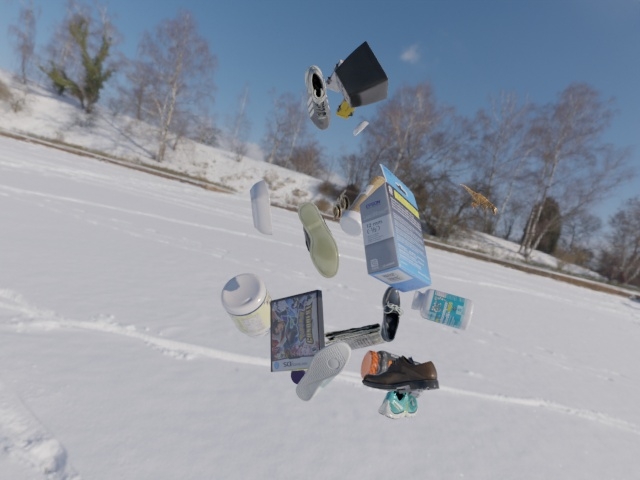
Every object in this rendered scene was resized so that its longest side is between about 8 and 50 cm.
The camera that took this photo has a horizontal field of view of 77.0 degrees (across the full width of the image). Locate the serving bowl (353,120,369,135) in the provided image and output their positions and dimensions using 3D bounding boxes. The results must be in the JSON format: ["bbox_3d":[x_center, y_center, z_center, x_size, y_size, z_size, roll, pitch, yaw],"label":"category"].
[{"bbox_3d":[0.176,-0.505,1.799,0.027,0.083,0.083,49,-3,-6],"label":"serving bowl"}]

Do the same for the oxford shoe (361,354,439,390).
[{"bbox_3d":[0.222,0.378,1.144,0.227,0.096,0.082,-15,-25,28],"label":"oxford shoe"}]

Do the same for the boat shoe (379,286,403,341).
[{"bbox_3d":[0.321,0.330,1.824,0.095,0.255,0.079,17,-15,-8],"label":"boat shoe"}]

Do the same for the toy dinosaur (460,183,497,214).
[{"bbox_3d":[0.713,-0.197,1.829,0.211,0.064,0.112,36,-11,4],"label":"toy dinosaur"}]

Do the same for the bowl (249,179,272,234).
[{"bbox_3d":[-0.179,-0.098,1.205,0.053,0.142,0.142,-6,31,-10],"label":"bowl"}]

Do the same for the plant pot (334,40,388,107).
[{"bbox_3d":[0.163,-0.668,1.680,0.166,0.188,0.187,-28,-8,4],"label":"plant pot"}]

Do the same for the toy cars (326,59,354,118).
[{"bbox_3d":[0.132,-0.840,2.223,0.176,0.087,0.394,-5,-28,16],"label":"toy cars"}]

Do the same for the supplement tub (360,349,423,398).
[{"bbox_3d":[0.411,0.749,2.275,0.337,0.207,0.207,20,0,-9],"label":"supplement tub"}]

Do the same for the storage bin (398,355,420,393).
[{"bbox_3d":[0.337,0.540,1.581,0.091,0.135,0.098,-17,23,2],"label":"storage bin"}]

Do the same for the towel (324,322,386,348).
[{"bbox_3d":[0.196,0.545,2.204,0.312,0.056,0.324,-12,-31,9],"label":"towel"}]

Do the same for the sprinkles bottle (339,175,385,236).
[{"bbox_3d":[0.220,-0.172,1.955,0.121,0.355,0.121,21,-41,19],"label":"sprinkles bottle"}]

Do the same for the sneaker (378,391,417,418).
[{"bbox_3d":[0.346,0.683,1.707,0.107,0.110,0.275,14,-4,36],"label":"sneaker"}]

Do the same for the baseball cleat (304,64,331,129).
[{"bbox_3d":[-0.009,-0.417,1.222,0.072,0.206,0.109,-16,40,3],"label":"baseball cleat"}]

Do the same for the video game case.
[{"bbox_3d":[-0.091,0.340,1.498,0.248,0.275,0.035,-18,-25,36],"label":"video game case"}]

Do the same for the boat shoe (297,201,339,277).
[{"bbox_3d":[-0.004,0.001,1.750,0.127,0.340,0.113,-27,-8,3],"label":"boat shoe"}]

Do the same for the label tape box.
[{"bbox_3d":[0.234,-0.033,1.291,0.115,0.348,0.249,-21,-29,29],"label":"label tape box"}]

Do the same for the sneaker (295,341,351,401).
[{"bbox_3d":[0.025,0.388,1.288,0.094,0.256,0.151,42,25,10],"label":"sneaker"}]

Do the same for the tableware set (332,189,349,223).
[{"bbox_3d":[0.102,-0.178,2.185,0.039,0.128,0.194,-7,-17,-23],"label":"tableware set"}]

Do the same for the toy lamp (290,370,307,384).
[{"bbox_3d":[-0.026,0.566,1.746,0.080,0.080,0.274,15,-1,33],"label":"toy lamp"}]

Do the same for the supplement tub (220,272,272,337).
[{"bbox_3d":[-0.365,0.351,2.118,0.235,0.235,0.325,15,-35,23],"label":"supplement tub"}]

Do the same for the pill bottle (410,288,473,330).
[{"bbox_3d":[0.560,0.312,1.867,0.264,0.146,0.146,14,1,16],"label":"pill bottle"}]
